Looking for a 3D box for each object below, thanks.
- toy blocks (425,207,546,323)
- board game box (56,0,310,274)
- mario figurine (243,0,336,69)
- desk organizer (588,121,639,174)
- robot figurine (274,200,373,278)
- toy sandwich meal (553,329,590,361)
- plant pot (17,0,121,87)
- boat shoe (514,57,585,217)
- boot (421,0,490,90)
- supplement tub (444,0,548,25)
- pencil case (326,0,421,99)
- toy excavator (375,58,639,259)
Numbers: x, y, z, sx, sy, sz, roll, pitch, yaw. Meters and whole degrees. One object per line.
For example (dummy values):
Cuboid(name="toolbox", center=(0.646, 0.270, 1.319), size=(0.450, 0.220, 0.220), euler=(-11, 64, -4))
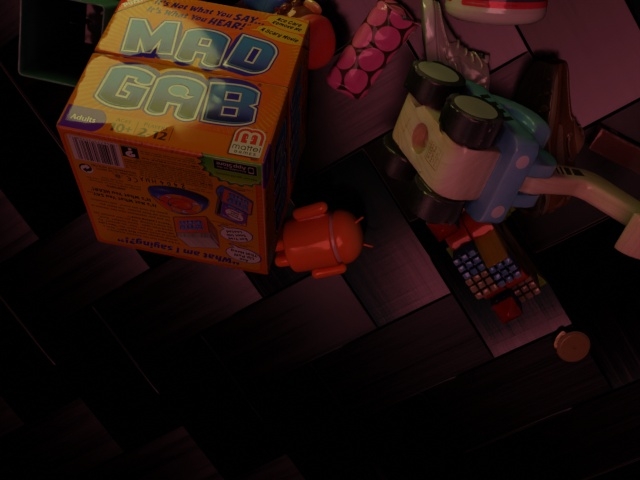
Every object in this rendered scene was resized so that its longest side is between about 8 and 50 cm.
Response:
Cuboid(name="toy blocks", center=(0.338, 0.016, 1.665), size=(0.191, 0.261, 0.381), euler=(-32, 104, 20))
Cuboid(name="board game box", center=(-0.233, -0.201, 1.547), size=(0.357, 0.356, 0.356), euler=(11, 147, 4))
Cuboid(name="mario figurine", center=(-0.089, -0.479, 1.632), size=(0.320, 0.170, 0.198), euler=(50, 148, -1))
Cuboid(name="desk organizer", center=(0.615, -0.187, 1.652), size=(0.130, 0.047, 0.050), euler=(27, 116, -2))
Cuboid(name="robot figurine", center=(0.001, 0.001, 1.789), size=(0.219, 0.128, 0.158), euler=(-10, 83, 14))
Cuboid(name="toy sandwich meal", center=(0.573, 0.239, 1.846), size=(0.086, 0.029, 0.085), euler=(-1, 109, -2))
Cuboid(name="plant pot", center=(-0.477, -0.420, 1.634), size=(0.166, 0.234, 0.165), euler=(13, 113, 3))
Cuboid(name="boat shoe", center=(0.468, -0.208, 1.642), size=(0.120, 0.122, 0.324), euler=(-9, 116, -19))
Cuboid(name="boot", center=(0.275, -0.368, 1.619), size=(0.123, 0.095, 0.258), euler=(-10, 119, 7))
Cuboid(name="supplement tub", center=(0.333, -0.542, 1.473), size=(0.191, 0.191, 0.272), euler=(6, 113, 7))
Cuboid(name="pencil case", center=(0.105, -0.384, 1.635), size=(0.098, 0.095, 0.209), euler=(29, 117, -20))
Cuboid(name="toy excavator", center=(0.389, -0.136, 1.503), size=(0.445, 0.433, 0.222), euler=(1, 127, -26))
